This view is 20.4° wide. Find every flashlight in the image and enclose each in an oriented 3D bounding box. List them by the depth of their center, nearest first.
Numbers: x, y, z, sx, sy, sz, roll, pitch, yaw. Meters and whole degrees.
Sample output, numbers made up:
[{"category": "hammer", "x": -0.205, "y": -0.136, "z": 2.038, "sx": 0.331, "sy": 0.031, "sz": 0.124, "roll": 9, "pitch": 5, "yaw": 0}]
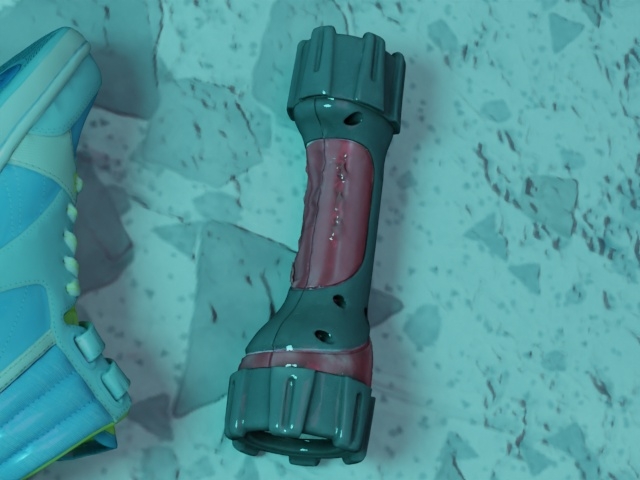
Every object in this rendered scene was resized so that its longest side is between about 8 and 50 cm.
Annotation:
[{"category": "flashlight", "x": 0.000, "y": 0.000, "z": 1.243, "sx": 0.103, "sy": 0.103, "sz": 0.304, "roll": 12, "pitch": 72, "yaw": -16}]

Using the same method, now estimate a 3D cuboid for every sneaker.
[{"category": "sneaker", "x": -0.187, "y": 0.025, "z": 1.159, "sx": 0.208, "sy": 0.127, "sz": 0.319, "roll": 43, "pitch": 54, "yaw": -21}]
